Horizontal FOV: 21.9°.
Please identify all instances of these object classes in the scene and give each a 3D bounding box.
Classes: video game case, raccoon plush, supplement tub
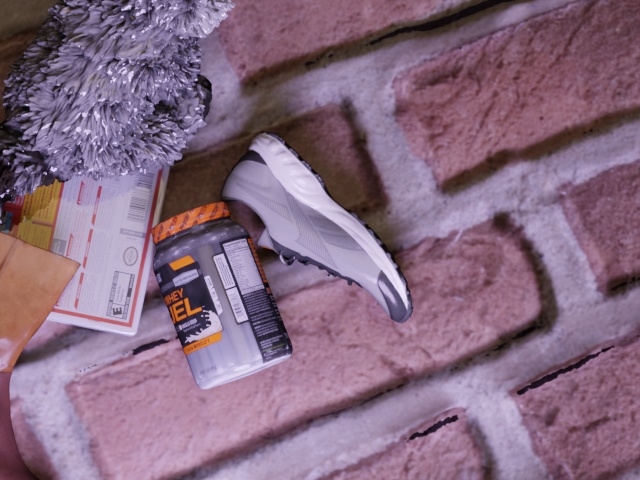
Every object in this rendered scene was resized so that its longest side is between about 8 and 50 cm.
[{"bbox_3d":[-0.328,-0.018,1.862,0.285,0.025,0.204,12,78,-9],"label":"video game case"},{"bbox_3d":[-0.237,-0.175,1.727,0.216,0.299,0.446,29,60,3],"label":"raccoon plush"},{"bbox_3d":[-0.115,0.061,1.843,0.117,0.117,0.190,-20,84,-14],"label":"supplement tub"}]

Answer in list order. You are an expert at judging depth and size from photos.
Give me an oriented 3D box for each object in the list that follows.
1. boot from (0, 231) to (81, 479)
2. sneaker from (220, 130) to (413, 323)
[{"bbox_3d":[-0.335,0.146,1.798,0.264,0.096,0.280,25,78,4],"label":"boot"},{"bbox_3d":[0.000,0.000,1.897,0.271,0.100,0.108,44,89,2],"label":"sneaker"}]
